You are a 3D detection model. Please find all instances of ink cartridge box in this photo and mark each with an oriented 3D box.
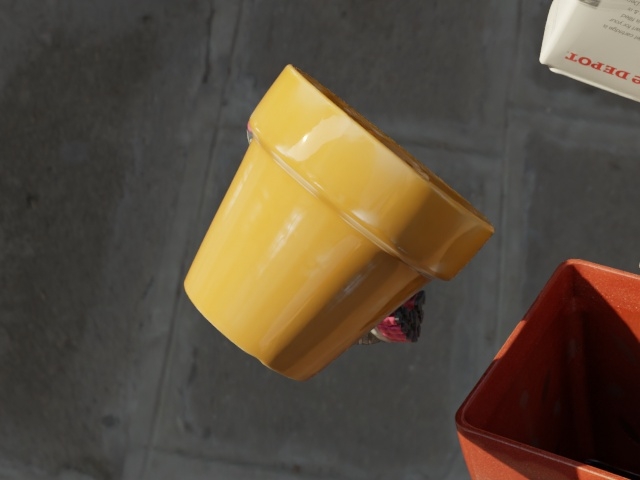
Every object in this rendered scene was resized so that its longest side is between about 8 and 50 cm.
[{"bbox_3d":[0.379,-0.281,1.307,0.198,0.273,0.115,19,52,-3],"label":"ink cartridge box"}]

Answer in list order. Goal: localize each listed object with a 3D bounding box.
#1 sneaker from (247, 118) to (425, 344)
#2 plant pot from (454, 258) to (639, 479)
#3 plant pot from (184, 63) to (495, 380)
[{"bbox_3d":[0.000,0.000,1.181,0.112,0.299,0.121,-10,39,24],"label":"sneaker"},{"bbox_3d":[0.304,0.214,1.169,0.267,0.236,0.267,16,41,28],"label":"plant pot"},{"bbox_3d":[-0.001,-0.001,0.963,0.205,0.205,0.188,41,98,13],"label":"plant pot"}]
